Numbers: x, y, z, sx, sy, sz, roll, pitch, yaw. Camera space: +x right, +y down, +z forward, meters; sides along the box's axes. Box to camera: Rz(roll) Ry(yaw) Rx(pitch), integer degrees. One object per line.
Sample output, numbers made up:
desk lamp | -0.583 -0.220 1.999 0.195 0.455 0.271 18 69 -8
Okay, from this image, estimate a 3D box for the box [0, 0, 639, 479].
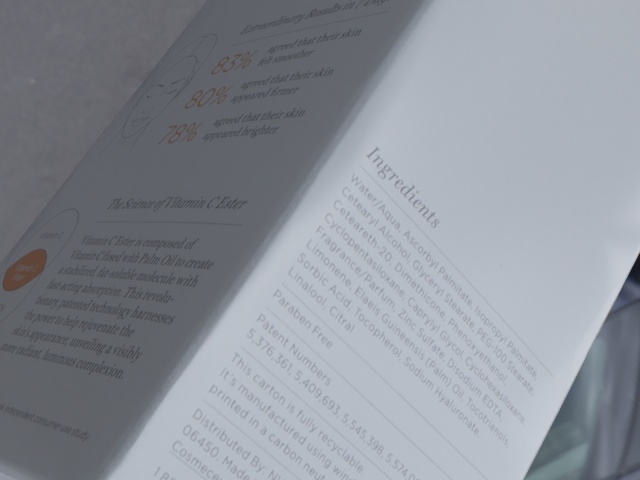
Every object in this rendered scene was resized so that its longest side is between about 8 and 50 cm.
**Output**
box | 0.000 0.000 0.540 0.215 0.168 0.345 1 -128 53
